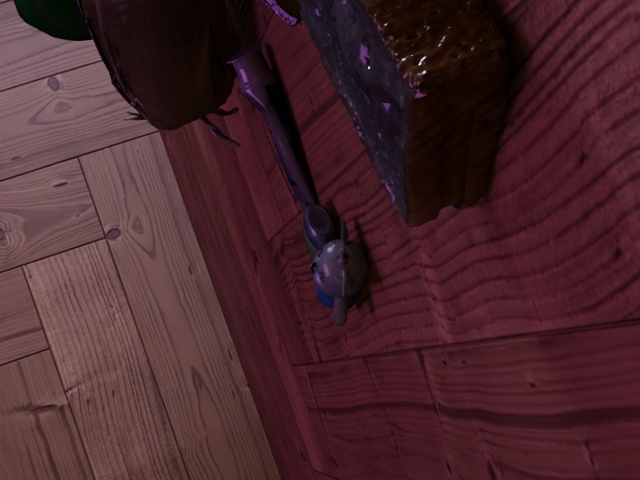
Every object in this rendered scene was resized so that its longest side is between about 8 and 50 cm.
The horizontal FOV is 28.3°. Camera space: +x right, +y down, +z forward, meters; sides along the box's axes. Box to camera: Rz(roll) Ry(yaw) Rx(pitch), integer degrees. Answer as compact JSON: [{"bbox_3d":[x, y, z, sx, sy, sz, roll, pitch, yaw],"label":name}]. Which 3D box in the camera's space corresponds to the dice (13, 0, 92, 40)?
[{"bbox_3d":[-0.420,-0.556,2.274,0.287,0.297,0.300,99,156,-58],"label":"dice"}]

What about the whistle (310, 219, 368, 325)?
[{"bbox_3d":[0.024,0.057,1.764,0.235,0.077,0.114,93,175,-70],"label":"whistle"}]

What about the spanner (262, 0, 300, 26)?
[{"bbox_3d":[-0.139,-0.382,1.614,0.325,0.026,0.093,42,135,11],"label":"spanner"}]

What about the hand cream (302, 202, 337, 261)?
[{"bbox_3d":[0.000,0.000,1.862,0.175,0.046,0.095,83,164,-71],"label":"hand cream"}]

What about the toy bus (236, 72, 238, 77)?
[{"bbox_3d":[-0.191,-0.344,2.129,0.069,0.074,0.162,-116,8,-66],"label":"toy bus"}]

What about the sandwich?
[{"bbox_3d":[0.057,-0.186,1.123,0.271,0.099,0.301,92,155,-62],"label":"sandwich"}]

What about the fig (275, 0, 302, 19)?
[{"bbox_3d":[-0.008,-0.279,1.368,0.098,0.082,0.084,-3,114,49],"label":"fig"}]

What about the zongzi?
[{"bbox_3d":[-0.190,-0.315,1.841,0.467,0.218,0.500,29,139,60],"label":"zongzi"}]

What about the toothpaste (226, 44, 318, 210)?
[{"bbox_3d":[-0.061,-0.158,1.892,0.266,0.061,0.096,67,169,-17],"label":"toothpaste"}]
